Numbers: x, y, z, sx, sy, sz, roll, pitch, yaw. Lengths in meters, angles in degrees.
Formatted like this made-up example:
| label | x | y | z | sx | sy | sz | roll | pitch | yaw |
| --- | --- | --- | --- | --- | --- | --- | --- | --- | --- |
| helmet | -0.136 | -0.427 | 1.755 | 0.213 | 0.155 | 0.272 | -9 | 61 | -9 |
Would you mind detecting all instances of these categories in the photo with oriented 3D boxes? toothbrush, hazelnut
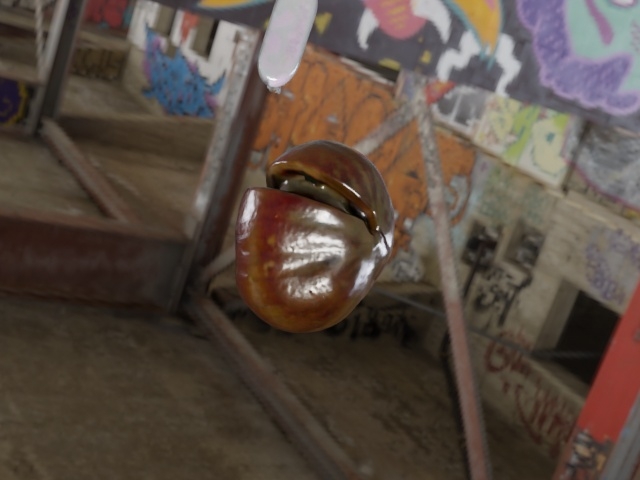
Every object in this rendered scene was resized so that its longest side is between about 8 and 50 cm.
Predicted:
| label | x | y | z | sx | sy | sz | roll | pitch | yaw |
| --- | --- | --- | --- | --- | --- | --- | --- | --- | --- |
| toothbrush | 0.027 | -0.244 | 0.575 | 0.024 | 0.354 | 0.029 | 17 | 172 | -1 |
| hazelnut | 0.000 | 0.000 | 1.379 | 0.217 | 0.251 | 0.217 | 24 | 166 | 6 |
